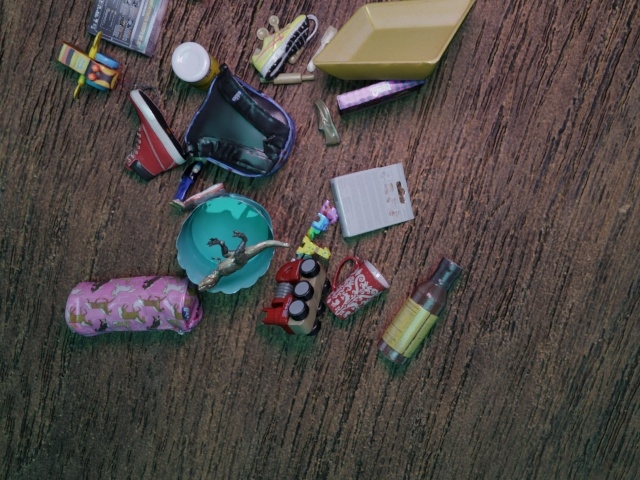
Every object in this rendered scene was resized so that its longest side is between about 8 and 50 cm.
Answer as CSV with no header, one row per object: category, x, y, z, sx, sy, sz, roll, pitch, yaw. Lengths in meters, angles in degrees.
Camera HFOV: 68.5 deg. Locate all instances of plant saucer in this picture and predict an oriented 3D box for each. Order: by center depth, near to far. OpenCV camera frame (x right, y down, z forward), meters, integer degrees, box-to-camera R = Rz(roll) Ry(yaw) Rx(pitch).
plant saucer,0.198,-0.513,1.220,0.333,0.332,0.081,12,144,30

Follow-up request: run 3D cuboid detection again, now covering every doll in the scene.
doll,-0.391,-0.184,1.399,0.046,0.129,0.189,31,69,-26

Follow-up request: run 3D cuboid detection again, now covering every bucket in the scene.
bucket,-0.265,-0.005,1.358,0.281,0.183,0.281,-2,107,-6

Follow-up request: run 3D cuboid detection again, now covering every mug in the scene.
mug,0.102,0.144,1.435,0.169,0.150,0.113,-43,130,11

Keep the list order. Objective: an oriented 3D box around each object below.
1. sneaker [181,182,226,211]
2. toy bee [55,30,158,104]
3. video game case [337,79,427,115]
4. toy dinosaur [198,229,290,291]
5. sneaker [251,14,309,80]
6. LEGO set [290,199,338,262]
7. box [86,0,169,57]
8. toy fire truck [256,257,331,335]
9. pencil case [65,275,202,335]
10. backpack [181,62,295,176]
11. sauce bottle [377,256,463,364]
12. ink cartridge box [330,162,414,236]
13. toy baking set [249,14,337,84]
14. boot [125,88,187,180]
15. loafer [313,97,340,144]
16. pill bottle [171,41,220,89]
sneaker,-0.356,-0.116,1.432,0.158,0.061,0.065,-26,103,7
toy bee,-0.636,-0.496,1.341,0.298,0.162,0.195,8,101,4
video game case,0.159,-0.400,1.291,0.232,0.210,0.042,-17,99,6
toy dinosaur,-0.224,0.033,1.246,0.268,0.064,0.118,-28,122,2
sneaker,-0.117,-0.560,1.326,0.094,0.081,0.208,43,95,13
LEGO set,0.000,0.000,1.415,0.093,0.087,0.227,30,99,-1
box,-0.551,-0.680,1.367,0.183,0.056,0.231,20,98,-1
toy fire truck,-0.107,0.180,1.411,0.246,0.217,0.158,-4,141,25
pencil case,-0.565,0.201,1.437,0.386,0.167,0.160,-2,130,3
backpack,-0.208,-0.302,1.325,0.263,0.213,0.276,32,104,6
sauce bottle,0.305,0.210,1.416,0.111,0.111,0.344,34,97,-2
ink cartridge box,0.155,-0.123,1.411,0.225,0.056,0.181,-16,98,-19
toy baking set,-0.081,-0.557,1.372,0.256,0.030,0.196,2,98,3
boot,-0.533,-0.303,1.386,0.176,0.088,0.244,-24,111,8
loafer,0.012,-0.347,1.383,0.050,0.056,0.148,-26,96,0
pill bottle,-0.338,-0.480,1.318,0.103,0.184,0.103,0,98,3
